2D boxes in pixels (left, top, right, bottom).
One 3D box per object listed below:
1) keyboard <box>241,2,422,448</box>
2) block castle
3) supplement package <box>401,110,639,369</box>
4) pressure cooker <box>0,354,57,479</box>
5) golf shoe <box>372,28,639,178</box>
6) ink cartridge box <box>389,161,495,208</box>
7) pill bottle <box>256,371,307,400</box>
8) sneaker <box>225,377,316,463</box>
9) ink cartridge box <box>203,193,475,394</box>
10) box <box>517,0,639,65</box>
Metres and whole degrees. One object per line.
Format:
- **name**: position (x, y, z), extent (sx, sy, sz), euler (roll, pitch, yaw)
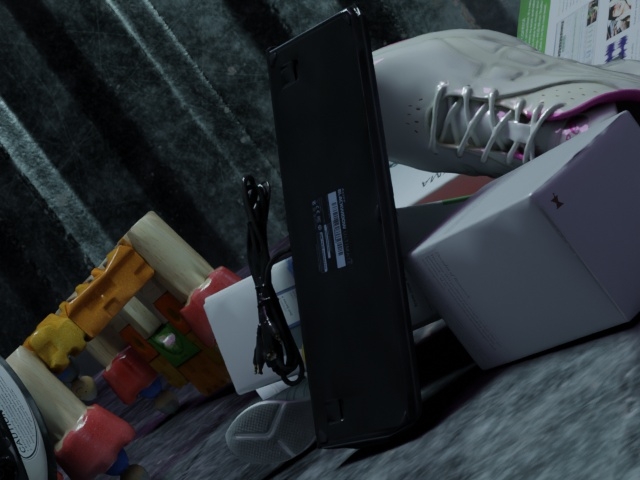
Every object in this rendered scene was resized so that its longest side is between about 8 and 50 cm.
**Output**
- **keyboard**: position (0.000, 0.000, 1.188), extent (0.033, 0.317, 0.201), euler (0, -12, -36)
- **block castle**: position (-0.253, 0.172, 1.845), extent (0.303, 0.213, 0.453), euler (-49, 5, -26)
- **supplement package**: position (0.157, 0.005, 1.067), extent (0.105, 0.105, 0.179), euler (-39, 4, -28)
- **pressure cooker**: position (-0.454, 0.240, 1.472), extent (0.420, 0.370, 0.375), euler (-46, 25, 25)
- **golf shoe**: position (0.154, -0.092, 1.171), extent (0.306, 0.115, 0.140), euler (4, 14, 5)
- **ink cartridge box**: position (0.078, -0.002, 1.552), extent (0.275, 0.060, 0.239), euler (-34, 23, 33)
- **pill bottle**: position (-0.006, 0.111, 1.457), extent (0.116, 0.065, 0.065), euler (-38, 5, 0)
- **sneaker**: position (-0.007, 0.140, 1.308), extent (0.152, 0.054, 0.061), euler (-27, 0, 8)
- **ink cartridge box**: position (0.033, 0.043, 1.308), extent (0.212, 0.093, 0.154), euler (-23, -6, 34)
- **box**: position (0.310, -0.221, 1.662), extent (0.322, 0.058, 0.232), euler (-27, 49, 58)
